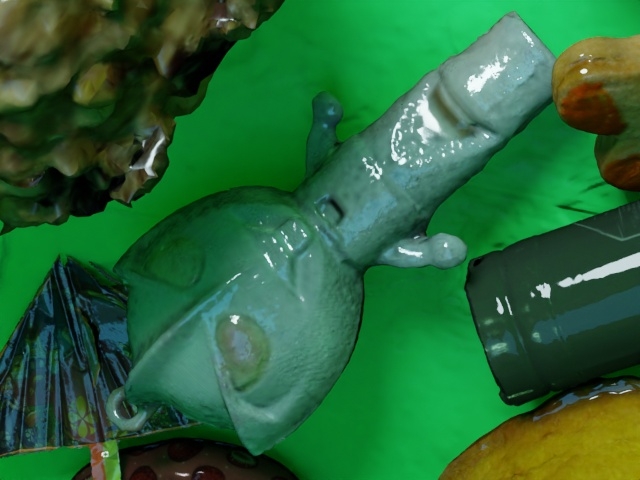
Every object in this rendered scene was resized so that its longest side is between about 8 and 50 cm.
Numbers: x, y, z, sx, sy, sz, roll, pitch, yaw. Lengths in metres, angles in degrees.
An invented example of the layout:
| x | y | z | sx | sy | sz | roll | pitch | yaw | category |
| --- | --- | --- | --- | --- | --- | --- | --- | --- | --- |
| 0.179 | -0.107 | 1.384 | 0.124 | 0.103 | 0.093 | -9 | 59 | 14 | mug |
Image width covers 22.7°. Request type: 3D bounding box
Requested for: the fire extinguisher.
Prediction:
| x | y | z | sx | sy | sz | roll | pitch | yaw | category |
| --- | --- | --- | --- | --- | --- | --- | --- | --- | --- |
| 0.239 | 0.004 | 0.924 | 0.311 | 0.095 | 0.114 | -19 | 149 | 14 | fire extinguisher |

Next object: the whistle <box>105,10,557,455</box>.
| x | y | z | sx | sy | sz | roll | pitch | yaw | category |
| --- | --- | --- | --- | --- | --- | --- | --- | --- | --- |
| 0.000 | -0.001 | 0.940 | 0.346 | 0.142 | 0.133 | -41 | 143 | 11 | whistle |

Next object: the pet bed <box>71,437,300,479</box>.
| x | y | z | sx | sy | sz | roll | pitch | yaw | category |
| --- | --- | --- | --- | --- | --- | --- | --- | --- | --- |
| -0.085 | 0.220 | 1.093 | 0.201 | 0.053 | 0.201 | 2 | 118 | 3 | pet bed |

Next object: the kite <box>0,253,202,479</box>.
| x | y | z | sx | sy | sz | roll | pitch | yaw | category |
| --- | --- | --- | --- | --- | --- | --- | --- | --- | --- |
| -0.138 | 0.097 | 1.029 | 0.241 | 0.014 | 0.183 | -6 | 96 | 9 | kite |

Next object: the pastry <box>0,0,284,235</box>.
| x | y | z | sx | sy | sz | roll | pitch | yaw | category |
| --- | --- | --- | --- | --- | --- | --- | --- | --- | --- |
| -0.187 | -0.218 | 0.766 | 0.405 | 0.292 | 0.337 | 35 | 106 | 1 | pastry |

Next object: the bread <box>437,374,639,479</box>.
| x | y | z | sx | sy | sz | roll | pitch | yaw | category |
| --- | --- | --- | --- | --- | --- | --- | --- | --- | --- |
| 0.208 | 0.227 | 0.999 | 0.312 | 0.172 | 0.312 | 3 | 119 | 5 | bread |

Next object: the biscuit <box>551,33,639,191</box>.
| x | y | z | sx | sy | sz | roll | pitch | yaw | category |
| --- | --- | --- | --- | --- | --- | --- | --- | --- | --- |
| 0.251 | -0.106 | 0.861 | 0.250 | 0.036 | 0.165 | -26 | 147 | 18 | biscuit |
